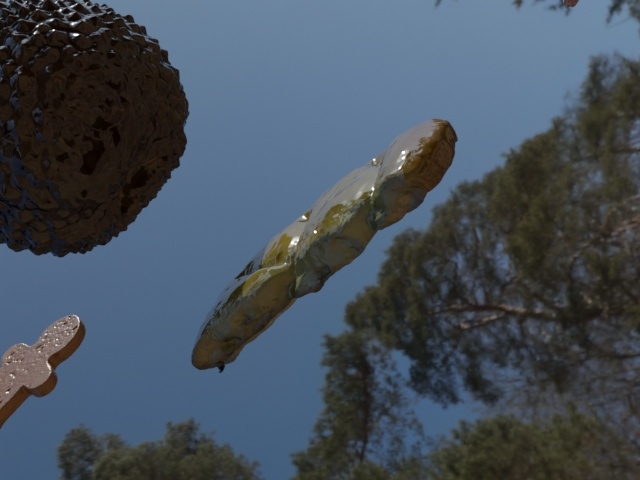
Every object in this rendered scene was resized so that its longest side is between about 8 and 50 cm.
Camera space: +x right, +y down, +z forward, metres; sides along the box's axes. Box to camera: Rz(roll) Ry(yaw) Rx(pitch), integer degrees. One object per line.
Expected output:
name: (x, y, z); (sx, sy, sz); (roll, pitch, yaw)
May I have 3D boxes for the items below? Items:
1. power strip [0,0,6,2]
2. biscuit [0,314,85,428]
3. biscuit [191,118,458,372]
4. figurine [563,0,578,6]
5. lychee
power strip: (-0.586, -0.429, 1.570); (0.044, 0.305, 0.064); (27, -159, 18)
biscuit: (-0.461, 0.215, 1.381); (0.250, 0.165, 0.036); (-46, -54, -21)
biscuit: (0.002, -0.003, 0.670); (0.045, 0.299, 0.154); (44, -141, -6)
figurine: (0.205, -0.328, 0.520); (0.206, 0.315, 0.284); (30, -100, -19)
lychee: (-0.274, -0.126, 0.912); (0.267, 0.267, 0.267); (19, -118, -40)
